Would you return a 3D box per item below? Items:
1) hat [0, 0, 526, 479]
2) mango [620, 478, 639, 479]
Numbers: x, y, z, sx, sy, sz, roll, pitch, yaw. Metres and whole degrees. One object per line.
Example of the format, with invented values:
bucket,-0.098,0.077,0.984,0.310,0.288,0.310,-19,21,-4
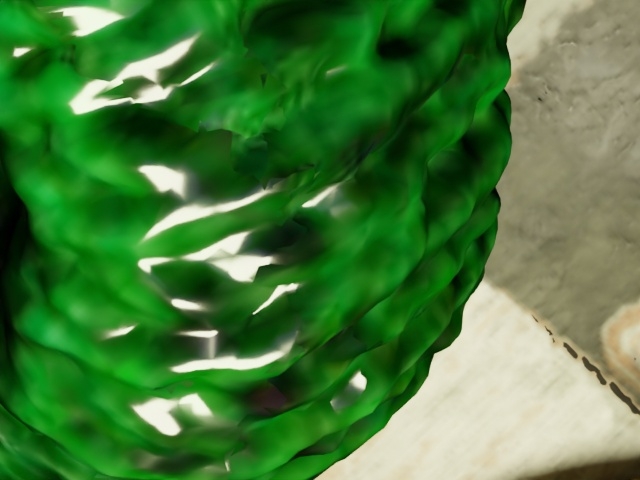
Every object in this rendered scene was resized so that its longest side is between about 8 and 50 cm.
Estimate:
hat,-0.017,-0.060,0.508,0.332,0.274,0.242,-38,100,-39
mango,0.175,0.197,0.788,0.317,0.119,0.176,12,115,-12
